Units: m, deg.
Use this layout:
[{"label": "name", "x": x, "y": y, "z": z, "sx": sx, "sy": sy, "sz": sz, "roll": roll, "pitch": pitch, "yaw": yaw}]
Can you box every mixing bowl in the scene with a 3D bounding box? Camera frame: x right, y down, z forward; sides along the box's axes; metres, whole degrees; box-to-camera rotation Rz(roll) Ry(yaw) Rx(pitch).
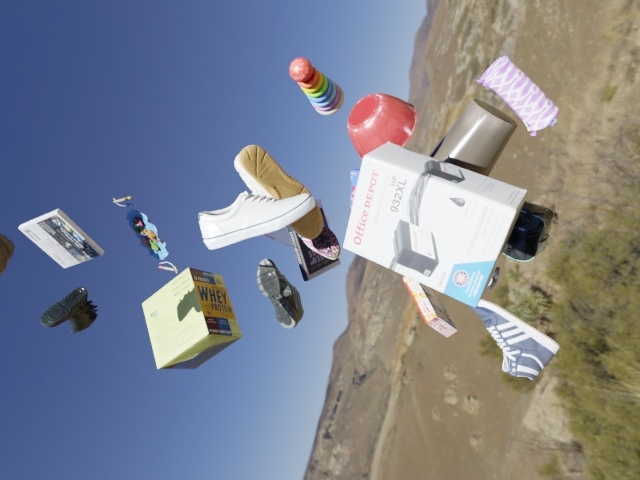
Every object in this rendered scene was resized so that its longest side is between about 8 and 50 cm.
[{"label": "mixing bowl", "x": 0.133, "y": -0.288, "z": 1.195, "sx": 0.098, "sy": 0.181, "sz": 0.181, "roll": 34, "pitch": -114, "yaw": -36}]

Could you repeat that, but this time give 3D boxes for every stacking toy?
[{"label": "stacking toy", "x": -0.027, "y": -0.620, "z": 1.964, "sx": 0.330, "sy": 0.141, "sz": 0.141, "roll": 17, "pitch": -90, "yaw": -64}]

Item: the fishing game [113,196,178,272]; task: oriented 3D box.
[{"label": "fishing game", "x": -0.524, "y": -0.011, "z": 1.468, "sx": 0.041, "sy": 0.189, "sz": 0.264, "roll": -41, "pitch": -62, "yaw": -33}]

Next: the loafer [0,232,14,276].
[{"label": "loafer", "x": -0.884, "y": -0.006, "z": 1.183, "sx": 0.366, "sy": 0.133, "sz": 0.130, "roll": 61, "pitch": -173, "yaw": -59}]

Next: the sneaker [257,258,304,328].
[{"label": "sneaker", "x": -0.144, "y": 0.187, "z": 1.799, "sx": 0.106, "sy": 0.101, "sz": 0.267, "roll": -24, "pitch": -89, "yaw": -56}]

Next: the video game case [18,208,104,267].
[{"label": "video game case", "x": -0.792, "y": -0.002, "z": 1.511, "sx": 0.190, "sy": 0.173, "sz": 0.022, "roll": 57, "pitch": -152, "yaw": -35}]

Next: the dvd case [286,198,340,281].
[{"label": "dvd case", "x": -0.027, "y": -0.005, "z": 1.644, "sx": 0.179, "sy": 0.029, "sz": 0.239, "roll": -24, "pitch": -82, "yaw": -47}]

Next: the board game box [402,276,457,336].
[{"label": "board game box", "x": 0.356, "y": 0.206, "z": 1.603, "sx": 0.045, "sy": 0.146, "sz": 0.193, "roll": -39, "pitch": 43, "yaw": 18}]

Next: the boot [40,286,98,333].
[{"label": "boot", "x": -0.549, "y": 0.169, "z": 1.085, "sx": 0.121, "sy": 0.045, "sz": 0.099, "roll": -53, "pitch": -19, "yaw": -43}]

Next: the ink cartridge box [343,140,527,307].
[{"label": "ink cartridge box", "x": 0.222, "y": -0.039, "z": 1.008, "sx": 0.129, "sy": 0.307, "sz": 0.223, "roll": -35, "pitch": -36, "yaw": -52}]

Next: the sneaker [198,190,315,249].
[{"label": "sneaker", "x": -0.140, "y": -0.063, "z": 1.066, "sx": 0.094, "sy": 0.258, "sz": 0.091, "roll": -124, "pitch": 14, "yaw": -71}]

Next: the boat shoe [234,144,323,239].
[{"label": "boat shoe", "x": -0.103, "y": -0.114, "z": 1.219, "sx": 0.098, "sy": 0.277, "sz": 0.096, "roll": -46, "pitch": 15, "yaw": -23}]

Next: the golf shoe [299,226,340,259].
[{"label": "golf shoe", "x": 0.000, "y": 0.000, "z": 1.341, "sx": 0.067, "sy": 0.186, "sz": 0.086, "roll": -40, "pitch": -43, "yaw": -9}]

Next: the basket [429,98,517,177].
[{"label": "basket", "x": 0.380, "y": -0.229, "z": 1.260, "sx": 0.204, "sy": 0.154, "sz": 0.227, "roll": -1, "pitch": -49, "yaw": -39}]

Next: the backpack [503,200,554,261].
[{"label": "backpack", "x": 0.668, "y": -0.033, "z": 1.618, "sx": 0.144, "sy": 0.166, "sz": 0.188, "roll": -24, "pitch": -54, "yaw": -41}]

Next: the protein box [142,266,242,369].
[{"label": "protein box", "x": -0.356, "y": 0.219, "z": 1.360, "sx": 0.200, "sy": 0.201, "sz": 0.136, "roll": -36, "pitch": -29, "yaw": 20}]

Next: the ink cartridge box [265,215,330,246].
[{"label": "ink cartridge box", "x": -0.100, "y": -0.062, "z": 1.890, "sx": 0.237, "sy": 0.172, "sz": 0.100, "roll": -13, "pitch": -58, "yaw": -58}]

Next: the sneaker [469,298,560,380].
[{"label": "sneaker", "x": 0.538, "y": 0.293, "z": 1.445, "sx": 0.153, "sy": 0.282, "sz": 0.099, "roll": -57, "pitch": -11, "yaw": -2}]

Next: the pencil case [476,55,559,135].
[{"label": "pencil case", "x": 0.483, "y": -0.351, "z": 1.198, "sx": 0.088, "sy": 0.206, "sz": 0.086, "roll": -46, "pitch": 10, "yaw": 17}]

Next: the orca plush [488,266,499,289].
[{"label": "orca plush", "x": 0.484, "y": 0.080, "z": 1.689, "sx": 0.102, "sy": 0.287, "sz": 0.151, "roll": -103, "pitch": 24, "yaw": -46}]

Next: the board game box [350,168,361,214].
[{"label": "board game box", "x": 0.193, "y": -0.112, "z": 1.624, "sx": 0.347, "sy": 0.078, "sz": 0.233, "roll": -148, "pitch": 56, "yaw": -70}]
